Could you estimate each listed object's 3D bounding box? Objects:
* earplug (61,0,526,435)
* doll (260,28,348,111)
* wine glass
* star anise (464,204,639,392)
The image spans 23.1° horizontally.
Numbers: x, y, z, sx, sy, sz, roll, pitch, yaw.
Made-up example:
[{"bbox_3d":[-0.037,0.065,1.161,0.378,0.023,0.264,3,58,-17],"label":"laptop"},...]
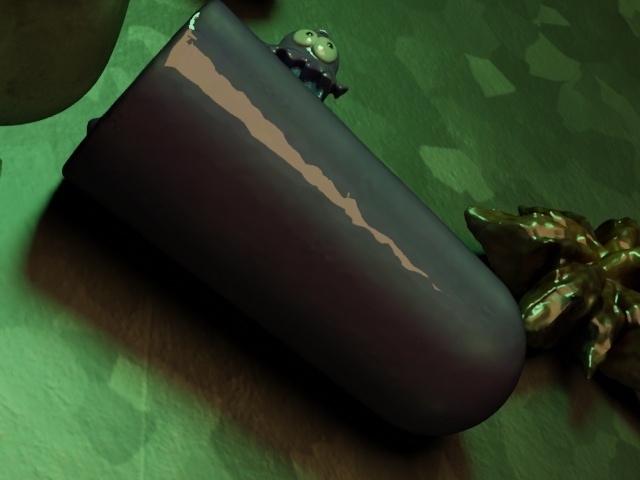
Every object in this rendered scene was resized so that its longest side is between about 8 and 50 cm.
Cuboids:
[{"bbox_3d":[0.000,0.000,1.440,0.456,0.215,0.215,41,40,-6],"label":"earplug"},{"bbox_3d":[-0.033,-0.160,1.658,0.110,0.067,0.206,29,52,-2],"label":"doll"},{"bbox_3d":[-0.288,-0.168,1.263,0.238,0.323,0.238,19,45,-21],"label":"wine glass"},{"bbox_3d":[0.309,0.047,1.712,0.349,0.109,0.292,26,47,-19],"label":"star anise"}]
